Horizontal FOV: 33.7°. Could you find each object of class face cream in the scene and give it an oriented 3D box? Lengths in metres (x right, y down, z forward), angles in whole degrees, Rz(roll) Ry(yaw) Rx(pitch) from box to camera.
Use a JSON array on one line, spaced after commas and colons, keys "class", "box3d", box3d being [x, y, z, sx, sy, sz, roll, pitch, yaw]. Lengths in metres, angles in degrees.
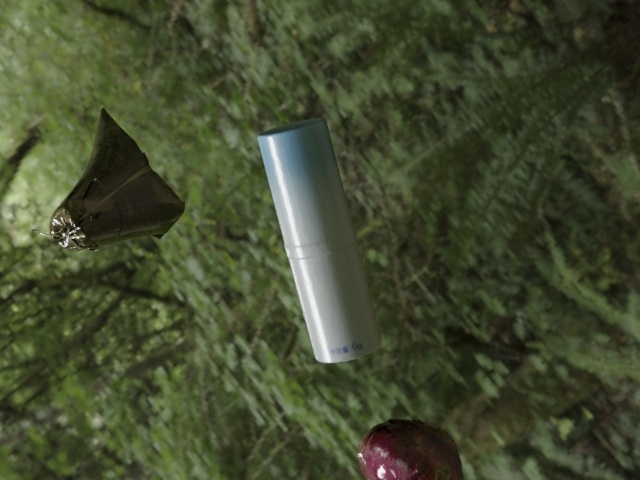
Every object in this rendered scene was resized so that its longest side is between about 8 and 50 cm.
[{"class": "face cream", "box3d": [0.000, 0.000, 1.116, 0.077, 0.077, 0.250, -150, 45, -73]}]

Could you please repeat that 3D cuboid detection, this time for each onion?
[{"class": "onion", "box3d": [0.083, 0.214, 0.991, 0.107, 0.097, 0.107, 29, 178, 1]}]

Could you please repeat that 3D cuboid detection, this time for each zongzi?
[{"class": "zongzi", "box3d": [-0.276, -0.076, 1.257, 0.187, 0.084, 0.184, -17, -109, -55]}]
